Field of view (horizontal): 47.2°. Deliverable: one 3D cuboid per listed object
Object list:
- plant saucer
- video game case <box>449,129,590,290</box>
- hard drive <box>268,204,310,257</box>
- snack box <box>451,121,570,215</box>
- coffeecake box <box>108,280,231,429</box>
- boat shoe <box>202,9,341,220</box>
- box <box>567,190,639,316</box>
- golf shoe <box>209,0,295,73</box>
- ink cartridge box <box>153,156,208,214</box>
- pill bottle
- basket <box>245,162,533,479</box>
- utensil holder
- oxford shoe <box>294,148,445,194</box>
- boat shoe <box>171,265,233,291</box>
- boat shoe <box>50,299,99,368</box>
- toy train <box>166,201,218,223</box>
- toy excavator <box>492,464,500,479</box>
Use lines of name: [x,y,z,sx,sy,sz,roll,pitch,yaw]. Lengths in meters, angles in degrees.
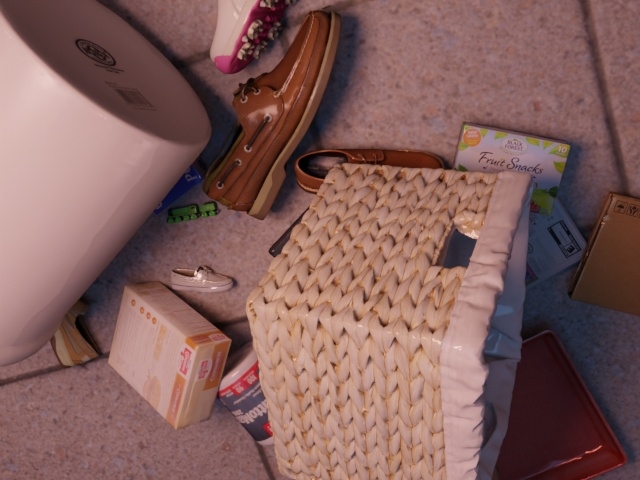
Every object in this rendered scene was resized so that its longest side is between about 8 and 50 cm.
plant saucer: [0.296,0.285,1.135,0.258,0.048,0.259,-29,103,15]
video game case: [0.249,-0.018,1.052,0.193,0.023,0.212,-33,103,16]
hard drive: [0.000,0.000,1.090,0.094,0.022,0.135,42,108,-7]
snack box: [0.252,-0.098,0.990,0.141,0.037,0.100,11,108,3]
coffeecake box: [-0.231,0.168,1.103,0.185,0.068,0.142,32,114,35]
boat shoe: [-0.070,-0.172,0.986,0.104,0.111,0.307,20,110,-12]
box: [0.470,0.032,1.029,0.201,0.021,0.165,14,111,-5]
golf shoe: [-0.089,-0.371,0.942,0.140,0.115,0.306,28,104,9]
ink cartridge box: [-0.263,-0.149,1.061,0.097,0.046,0.207,-34,101,18]
pill bottle: [-0.079,0.254,1.141,0.108,0.108,0.180,-36,101,17]
basket: [0.102,0.114,0.900,0.266,0.328,0.331,9,130,20]
utensil holder: [-0.372,-0.089,0.907,0.327,0.327,0.385,42,109,-7]
oxford shoe: [0.067,-0.094,1.013,0.212,0.076,0.076,-2,80,5]
boat shoe: [-0.183,0.057,1.128,0.100,0.035,0.035,3,112,13]
boat shoe: [-0.403,0.110,1.164,0.072,0.068,0.190,-15,116,-1]
toy train: [-0.194,-0.042,1.104,0.083,0.017,0.024,-9,97,10]
toy excavator: [0.344,0.536,1.108,0.445,0.222,0.433,6,113,5]
